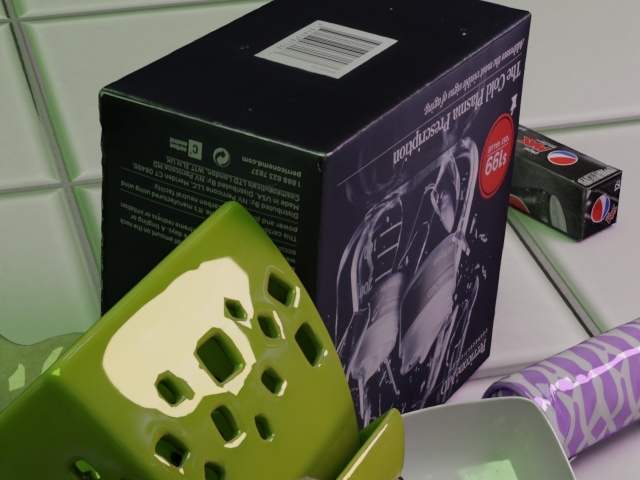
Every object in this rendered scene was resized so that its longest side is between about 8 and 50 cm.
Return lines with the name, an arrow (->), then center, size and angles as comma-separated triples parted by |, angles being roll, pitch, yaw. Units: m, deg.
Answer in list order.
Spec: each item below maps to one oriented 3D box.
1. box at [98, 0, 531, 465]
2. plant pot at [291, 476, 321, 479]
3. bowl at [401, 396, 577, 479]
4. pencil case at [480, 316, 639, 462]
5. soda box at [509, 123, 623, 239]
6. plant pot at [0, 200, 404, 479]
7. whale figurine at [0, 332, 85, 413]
box -> 0.000, 0.000, 1.336 | 0.179, 0.312, 0.343 | 18, 30, 24
plant pot -> 0.032, 0.335, 0.845 | 0.305, 0.334, 0.334 | 31, 41, 22
bowl -> 0.109, 0.187, 1.276 | 0.142, 0.053, 0.142 | -8, 51, -15
pencil case -> 0.219, 0.119, 1.393 | 0.206, 0.086, 0.088 | -22, 72, -30
soda box -> 0.206, -0.063, 1.714 | 0.053, 0.060, 0.169 | -22, 38, -36
plant pot -> -0.093, 0.149, 1.111 | 0.207, 0.228, 0.227 | 46, 39, -1
whale figurine -> -0.293, 0.117, 1.310 | 0.272, 0.141, 0.216 | 3, 52, 8
